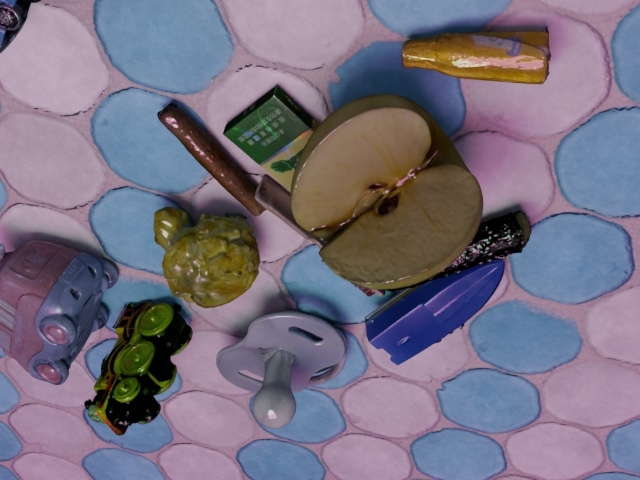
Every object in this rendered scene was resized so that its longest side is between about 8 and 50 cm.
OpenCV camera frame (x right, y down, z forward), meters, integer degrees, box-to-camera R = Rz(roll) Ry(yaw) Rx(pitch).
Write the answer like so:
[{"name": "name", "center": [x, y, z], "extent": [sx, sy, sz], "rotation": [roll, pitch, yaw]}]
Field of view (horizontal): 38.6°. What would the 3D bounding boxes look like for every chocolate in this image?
[{"name": "chocolate", "center": [0.228, -0.272, 1.358], "extent": [0.220, 0.085, 0.085], "rotation": [2, 134, 12]}]

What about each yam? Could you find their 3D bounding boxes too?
[{"name": "yam", "center": [-0.184, -0.138, 1.593], "extent": [0.046, 0.046, 0.264], "rotation": [-24, 126, 30]}]

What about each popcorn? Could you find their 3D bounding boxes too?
[{"name": "popcorn", "center": [-0.214, 0.019, 1.676], "extent": [0.212, 0.198, 0.198], "rotation": [37, 134, 10]}]

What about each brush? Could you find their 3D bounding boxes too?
[{"name": "brush", "center": [0.000, 0.000, 1.679], "extent": [0.321, 0.060, 0.050], "rotation": [39, 140, -24]}]

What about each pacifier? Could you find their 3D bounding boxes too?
[{"name": "pacifier", "center": [-0.075, 0.275, 1.835], "extent": [0.244, 0.233, 0.299], "rotation": [29, 133, -20]}]

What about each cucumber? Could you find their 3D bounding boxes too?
[{"name": "cucumber", "center": [0.234, 0.025, 1.640], "extent": [0.304, 0.081, 0.072], "rotation": [-21, 101, 31]}]

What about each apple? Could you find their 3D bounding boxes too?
[{"name": "apple", "center": [0.103, -0.076, 1.441], "extent": [0.258, 0.233, 0.295], "rotation": [-39, 91, 16]}]

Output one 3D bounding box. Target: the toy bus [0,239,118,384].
[{"name": "toy bus", "center": [-0.562, 0.129, 1.839], "extent": [0.232, 0.197, 0.294], "rotation": [26, 135, 1]}]

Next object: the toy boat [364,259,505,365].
[{"name": "toy boat", "center": [0.229, 0.117, 1.732], "extent": [0.295, 0.088, 0.129], "rotation": [-38, 117, 25]}]

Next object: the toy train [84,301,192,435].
[{"name": "toy train", "center": [-0.370, 0.252, 1.837], "extent": [0.161, 0.296, 0.100], "rotation": [-6, 133, 28]}]

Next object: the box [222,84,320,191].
[{"name": "box", "center": [-0.037, -0.148, 1.559], "extent": [0.132, 0.034, 0.235], "rotation": [-31, 121, 33]}]

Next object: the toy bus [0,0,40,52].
[{"name": "toy bus", "center": [-0.474, -0.407, 1.350], "extent": [0.134, 0.116, 0.234], "rotation": [27, 131, -13]}]
